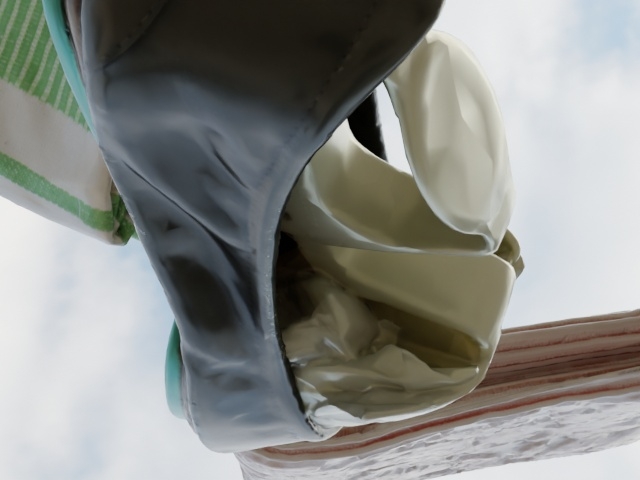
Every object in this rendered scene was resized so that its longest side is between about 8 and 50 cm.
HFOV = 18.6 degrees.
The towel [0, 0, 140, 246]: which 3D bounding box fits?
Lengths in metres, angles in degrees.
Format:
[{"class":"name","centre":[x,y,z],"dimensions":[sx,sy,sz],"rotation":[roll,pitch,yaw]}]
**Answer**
[{"class":"towel","centre":[-0.122,-0.185,0.767],"dimensions":[0.038,0.248,0.324],"rotation":[-7,-66,-52]}]

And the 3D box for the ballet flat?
[{"class":"ballet flat","centre":[0.000,0.000,0.502],"dimensions":[0.096,0.280,0.095],"rotation":[17,-110,13]}]

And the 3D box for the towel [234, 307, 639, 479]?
[{"class":"towel","centre":[0.112,0.086,0.997],"dimensions":[0.317,0.332,0.053],"rotation":[-9,-101,-3]}]
